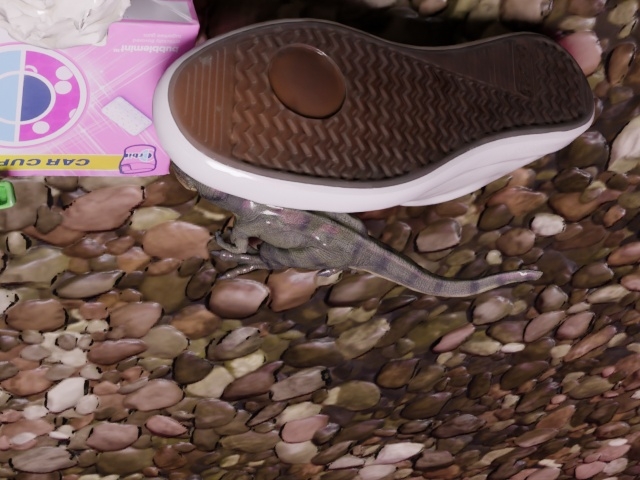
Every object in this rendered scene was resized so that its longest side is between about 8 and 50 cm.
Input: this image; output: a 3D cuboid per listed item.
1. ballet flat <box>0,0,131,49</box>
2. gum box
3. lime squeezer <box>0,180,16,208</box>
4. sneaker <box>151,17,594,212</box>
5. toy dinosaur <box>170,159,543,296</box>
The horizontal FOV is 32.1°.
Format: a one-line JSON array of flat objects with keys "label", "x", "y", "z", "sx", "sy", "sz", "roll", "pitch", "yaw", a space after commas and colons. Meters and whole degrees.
[{"label": "ballet flat", "x": -0.094, "y": -0.231, "z": 0.362, "sx": 0.147, "sy": 0.147, "sz": 0.409, "roll": 4, "pitch": 132, "yaw": -26}, {"label": "gum box", "x": -0.167, "y": -0.091, "z": 0.574, "sx": 0.188, "sy": 0.062, "sz": 0.107, "roll": -2, "pitch": 139, "yaw": -21}, {"label": "lime squeezer", "x": -0.317, "y": 0.010, "z": 0.602, "sx": 0.310, "sy": 0.110, "sz": 0.059, "roll": -11, "pitch": 110, "yaw": -10}, {"label": "sneaker", "x": 0.024, "y": -0.053, "z": 0.640, "sx": 0.290, "sy": 0.106, "sz": 0.123, "roll": -5, "pitch": 161, "yaw": -36}, {"label": "toy dinosaur", "x": 0.000, "y": 0.000, "z": 0.729, "sx": 0.268, "sy": 0.064, "sz": 0.118, "roll": 20, "pitch": 162, "yaw": -20}]
